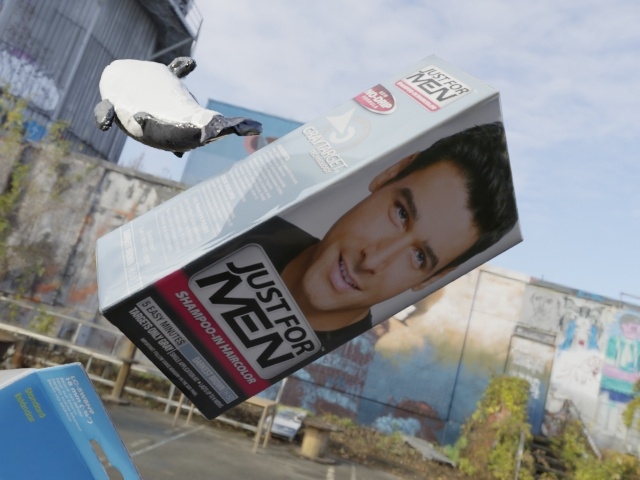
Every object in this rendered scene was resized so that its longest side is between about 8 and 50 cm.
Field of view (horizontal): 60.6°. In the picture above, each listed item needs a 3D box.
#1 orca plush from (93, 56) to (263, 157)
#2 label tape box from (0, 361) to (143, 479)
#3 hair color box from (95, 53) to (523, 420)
[{"bbox_3d":[-0.189,-0.160,0.731,0.287,0.151,0.102,16,-31,30],"label":"orca plush"},{"bbox_3d":[-0.317,0.258,0.546,0.333,0.241,0.106,-14,15,36],"label":"label tape box"},{"bbox_3d":[0.000,0.000,0.539,0.114,0.374,0.185,56,-5,50],"label":"hair color box"}]
